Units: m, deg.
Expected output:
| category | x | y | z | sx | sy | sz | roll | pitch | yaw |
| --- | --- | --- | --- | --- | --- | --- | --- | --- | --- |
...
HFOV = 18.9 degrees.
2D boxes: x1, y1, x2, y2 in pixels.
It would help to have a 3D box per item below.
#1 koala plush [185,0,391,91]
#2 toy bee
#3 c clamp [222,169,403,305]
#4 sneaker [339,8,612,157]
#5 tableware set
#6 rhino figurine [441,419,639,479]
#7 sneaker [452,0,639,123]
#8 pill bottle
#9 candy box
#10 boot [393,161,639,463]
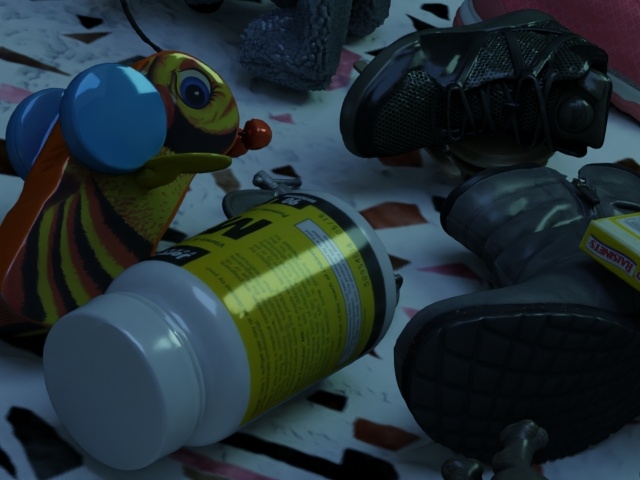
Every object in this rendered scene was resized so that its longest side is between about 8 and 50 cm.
| category | x | y | z | sx | sy | sz | roll | pitch | yaw |
| --- | --- | --- | --- | --- | --- | --- | --- | --- | --- |
| koala plush | -0.067 | -0.255 | 1.563 | 0.221 | 0.203 | 0.196 | 12 | 30 | 17 |
| toy bee | -0.108 | -0.063 | 1.243 | 0.162 | 0.298 | 0.195 | 26 | -2 | -29 |
| c clamp | 0.000 | 0.000 | 1.331 | 0.161 | 0.022 | 0.137 | 43 | 22 | 26 |
| sneaker | 0.128 | -0.106 | 1.431 | 0.227 | 0.087 | 0.130 | -18 | 32 | -33 |
| tableware set | 0.118 | -0.096 | 1.529 | 0.128 | 0.039 | 0.194 | -13 | 37 | -19 |
| rhino figurine | 0.193 | 0.180 | 1.136 | 0.243 | 0.073 | 0.106 | 13 | 30 | -7 |
| sneaker | 0.274 | -0.177 | 1.618 | 0.314 | 0.136 | 0.116 | 16 | 35 | -1 |
| pill bottle | -0.059 | 0.053 | 1.169 | 0.119 | 0.119 | 0.208 | 34 | 38 | 25 |
| candy box | 0.267 | 0.013 | 1.280 | 0.105 | 0.027 | 0.206 | 40 | 28 | 29 |
| boot | 0.141 | 0.035 | 1.306 | 0.338 | 0.118 | 0.223 | 2 | 32 | -39 |
